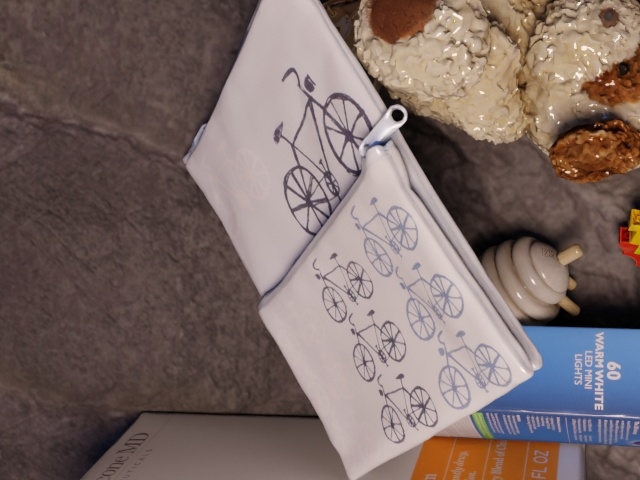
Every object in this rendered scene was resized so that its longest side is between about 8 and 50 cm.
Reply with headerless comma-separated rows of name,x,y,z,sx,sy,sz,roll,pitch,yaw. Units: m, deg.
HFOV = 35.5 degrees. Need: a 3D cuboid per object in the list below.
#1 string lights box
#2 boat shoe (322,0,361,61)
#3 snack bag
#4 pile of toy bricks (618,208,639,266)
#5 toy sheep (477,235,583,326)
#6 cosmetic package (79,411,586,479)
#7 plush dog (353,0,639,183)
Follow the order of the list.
string lights box,0.200,0.125,0.841,0.260,0.133,0.076,0,69,15
boat shoe,0.011,-0.171,0.841,0.059,0.063,0.170,35,115,-4
snack bag,0.000,0.000,0.765,0.342,0.037,0.323,61,153,12
pile of toy bricks,0.346,0.047,0.810,0.212,0.118,0.105,10,150,2
toy sheep,0.171,0.040,0.855,0.132,0.091,0.091,-39,94,29
cosmetic package,0.007,0.279,0.904,0.454,0.230,0.161,-2,107,16
plush dog,0.168,-0.130,0.747,0.225,0.262,0.210,27,147,16
